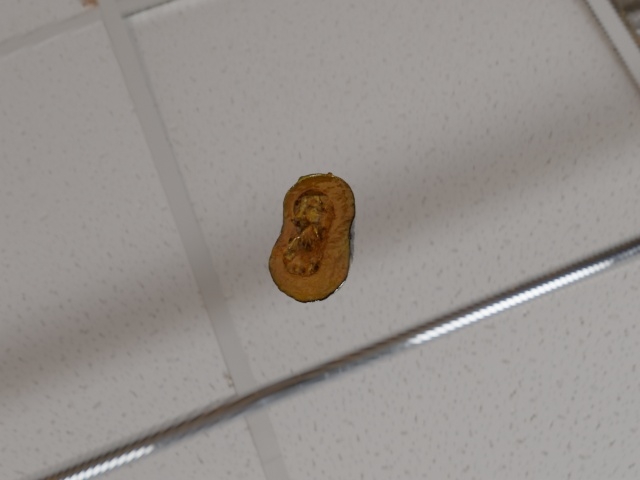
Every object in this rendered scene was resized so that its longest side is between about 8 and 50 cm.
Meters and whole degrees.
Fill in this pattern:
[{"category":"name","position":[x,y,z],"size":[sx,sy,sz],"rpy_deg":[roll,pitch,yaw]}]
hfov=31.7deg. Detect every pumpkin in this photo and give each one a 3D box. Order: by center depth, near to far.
[{"category":"pumpkin","position":[-0.001,0.000,0.692],"size":[0.050,0.028,0.083],"rpy_deg":[9,-101,15]}]
